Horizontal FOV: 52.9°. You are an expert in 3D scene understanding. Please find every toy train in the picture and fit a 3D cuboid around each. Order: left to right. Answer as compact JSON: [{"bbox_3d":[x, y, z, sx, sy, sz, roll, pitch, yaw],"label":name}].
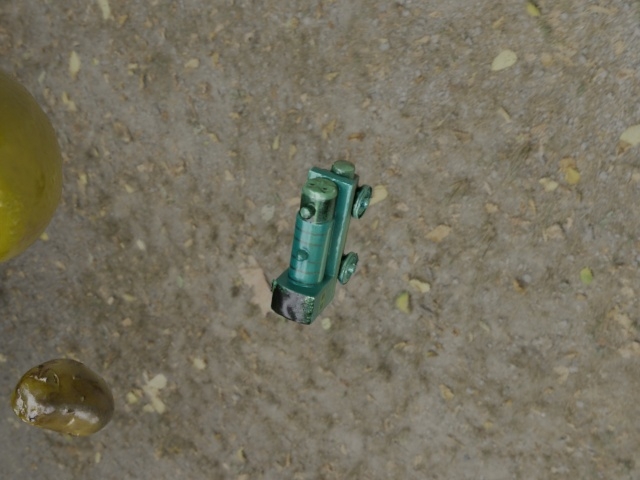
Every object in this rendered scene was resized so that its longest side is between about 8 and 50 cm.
[{"bbox_3d":[0.000,0.000,1.214,0.120,0.194,0.298,22,125,18],"label":"toy train"}]

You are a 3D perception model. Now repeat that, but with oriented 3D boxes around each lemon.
[{"bbox_3d":[-0.553,-0.117,0.952,0.348,0.348,0.347,16,122,27],"label":"lemon"}]

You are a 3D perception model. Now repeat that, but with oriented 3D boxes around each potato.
[{"bbox_3d":[-0.460,0.283,1.159,0.137,0.137,0.176,-22,135,40],"label":"potato"}]
